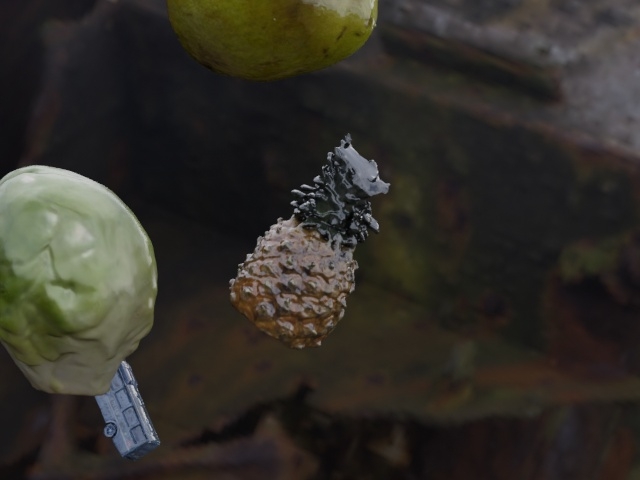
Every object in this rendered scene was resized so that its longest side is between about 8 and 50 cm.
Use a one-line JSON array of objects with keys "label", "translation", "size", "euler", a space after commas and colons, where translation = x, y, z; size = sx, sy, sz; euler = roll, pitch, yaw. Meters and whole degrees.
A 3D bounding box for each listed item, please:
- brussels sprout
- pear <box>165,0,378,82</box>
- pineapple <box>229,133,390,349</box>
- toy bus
[{"label": "brussels sprout", "translation": [-0.341, 0.048, 2.360], "size": [0.242, 0.317, 0.273], "euler": [-10, -14, -26]}, {"label": "pear", "translation": [-0.047, -0.225, 1.488], "size": [0.200, 0.200, 0.200], "euler": [23, 6, -3]}, {"label": "pineapple", "translation": [0.000, 0.000, 2.378], "size": [0.157, 0.279, 0.158], "euler": [31, 2, -1]}, {"label": "toy bus", "translation": [-0.287, 0.233, 2.595], "size": [0.166, 0.065, 0.047], "euler": [64, 15, 22]}]
